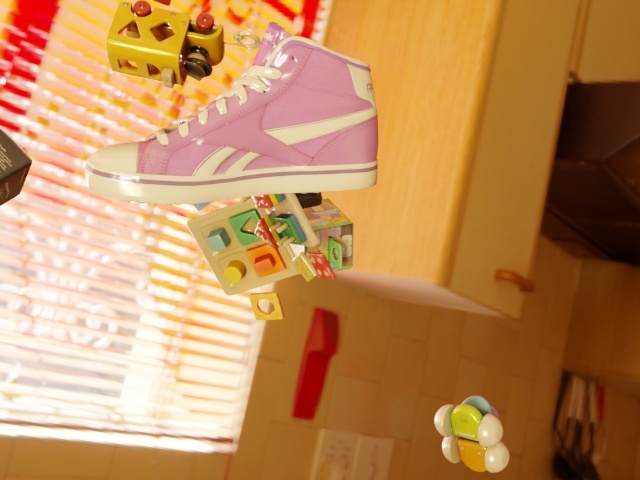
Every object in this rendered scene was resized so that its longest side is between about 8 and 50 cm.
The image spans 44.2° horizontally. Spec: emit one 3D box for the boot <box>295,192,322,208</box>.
[{"bbox_3d":[-0.045,-0.112,1.657,0.121,0.099,0.045,-8,-41,14],"label":"boot"}]

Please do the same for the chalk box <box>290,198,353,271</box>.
[{"bbox_3d":[0.000,0.000,1.964,0.132,0.132,0.213,-9,27,-18],"label":"chalk box"}]

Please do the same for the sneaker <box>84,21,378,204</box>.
[{"bbox_3d":[-0.084,-0.123,0.748,0.282,0.161,0.102,-7,20,-15],"label":"sneaker"}]

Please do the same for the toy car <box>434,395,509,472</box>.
[{"bbox_3d":[0.366,0.441,1.837,0.159,0.182,0.136,4,33,41],"label":"toy car"}]

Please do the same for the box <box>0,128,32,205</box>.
[{"bbox_3d":[-0.767,-0.130,1.755,0.108,0.207,0.153,46,-43,0],"label":"box"}]

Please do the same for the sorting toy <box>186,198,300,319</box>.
[{"bbox_3d":[-0.154,0.020,1.551,0.196,0.347,0.047,-17,21,26],"label":"sorting toy"}]

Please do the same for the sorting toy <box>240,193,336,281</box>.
[{"bbox_3d":[-0.074,-0.036,1.236,0.132,0.046,0.274,8,-50,60],"label":"sorting toy"}]

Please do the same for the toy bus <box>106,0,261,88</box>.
[{"bbox_3d":[-0.231,-0.292,1.229,0.202,0.104,0.191,-9,-30,42],"label":"toy bus"}]
